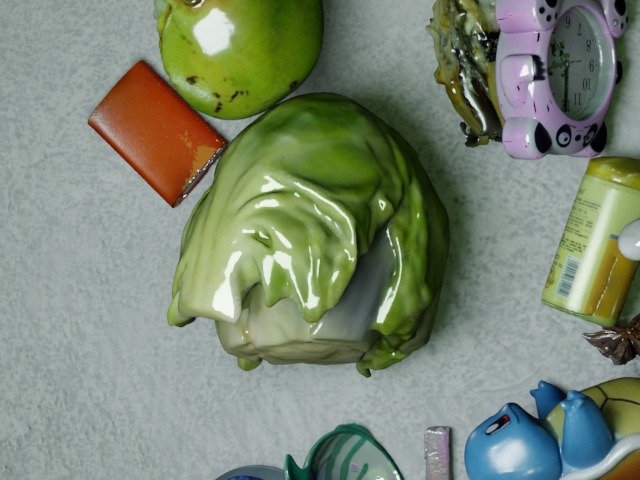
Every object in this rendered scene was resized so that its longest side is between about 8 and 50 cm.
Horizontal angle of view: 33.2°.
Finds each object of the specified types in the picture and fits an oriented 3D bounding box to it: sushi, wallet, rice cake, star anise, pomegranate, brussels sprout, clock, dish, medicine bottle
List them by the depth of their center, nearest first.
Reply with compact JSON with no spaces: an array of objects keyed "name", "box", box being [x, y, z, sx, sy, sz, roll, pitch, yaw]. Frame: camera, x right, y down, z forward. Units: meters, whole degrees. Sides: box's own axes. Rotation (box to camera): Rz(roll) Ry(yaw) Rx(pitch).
[{"name":"brussels sprout","box":[-0.007,-0.016,1.486,0.342,0.425,0.361,-10,69,26]},{"name":"clock","box":[0.332,-0.238,1.492,0.090,0.227,0.248,8,101,48]},{"name":"pomegranate","box":[-0.094,-0.330,1.508,0.216,0.358,0.309,-15,88,20]},{"name":"star anise","box":[0.448,0.141,1.529,0.141,0.141,0.042,-14,108,14]},{"name":"medicine bottle","box":[0.406,-0.003,1.529,0.124,0.124,0.239,21,97,12]},{"name":"sushi","box":[0.228,-0.279,1.566,0.131,0.139,0.291,-13,91,-6]},{"name":"dish","box":[0.025,0.385,1.611,0.078,0.246,0.224,-36,48,40]},{"name":"rice cake","box":[0.185,0.386,1.644,0.047,0.036,0.206,-1,93,24]},{"name":"wallet","box":[-0.260,-0.170,1.718,0.204,0.045,0.142,44,104,9]}]

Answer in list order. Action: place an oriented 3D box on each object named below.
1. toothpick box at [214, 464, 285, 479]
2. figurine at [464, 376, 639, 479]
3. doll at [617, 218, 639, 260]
[{"name":"toothpick box","box":[-0.132,0.469,1.561,0.263,0.355,0.263,1,93,13]},{"name":"figurine","box":[0.410,0.265,1.469,0.416,0.298,0.243,8,95,1]},{"name":"doll","box":[0.617,-0.100,1.422,0.376,0.187,0.365,6,101,-24]}]
